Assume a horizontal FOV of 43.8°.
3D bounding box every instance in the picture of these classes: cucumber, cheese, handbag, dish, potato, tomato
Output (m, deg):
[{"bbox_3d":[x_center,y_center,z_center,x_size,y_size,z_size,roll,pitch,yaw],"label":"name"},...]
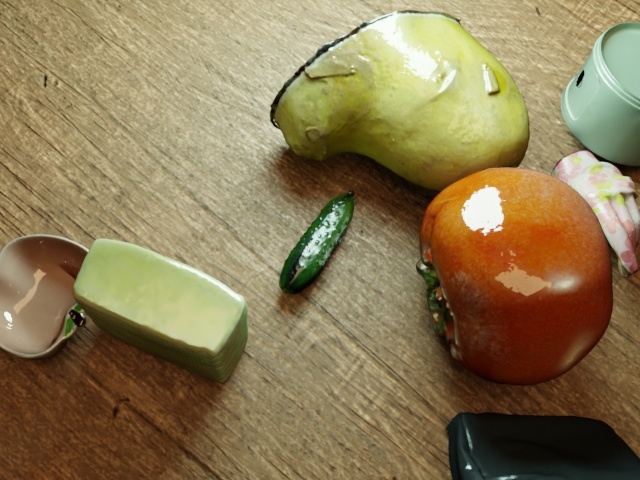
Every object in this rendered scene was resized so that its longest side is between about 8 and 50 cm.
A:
[{"bbox_3d":[0.000,0.000,1.406,0.069,0.069,0.227,31,67,7],"label":"cucumber"},{"bbox_3d":[-0.237,0.115,1.240,0.242,0.265,0.124,19,71,2],"label":"cheese"},{"bbox_3d":[0.348,0.396,1.234,0.302,0.275,0.178,3,104,-8],"label":"handbag"},{"bbox_3d":[-0.455,0.101,1.321,0.213,0.090,0.213,-1,67,3],"label":"dish"},{"bbox_3d":[0.154,-0.194,1.357,0.397,0.290,0.296,-23,69,-15],"label":"potato"},{"bbox_3d":[0.305,0.060,1.257,0.273,0.341,0.341,-14,72,0],"label":"tomato"}]

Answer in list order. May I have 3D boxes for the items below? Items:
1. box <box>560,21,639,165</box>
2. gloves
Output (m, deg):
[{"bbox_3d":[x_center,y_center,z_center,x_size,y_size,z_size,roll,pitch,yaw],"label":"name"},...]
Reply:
[{"bbox_3d":[0.581,-0.271,1.467,0.226,0.149,0.226,6,56,-10],"label":"box"},{"bbox_3d":[0.505,-0.049,1.418,0.145,0.126,0.241,3,41,-31],"label":"gloves"}]
